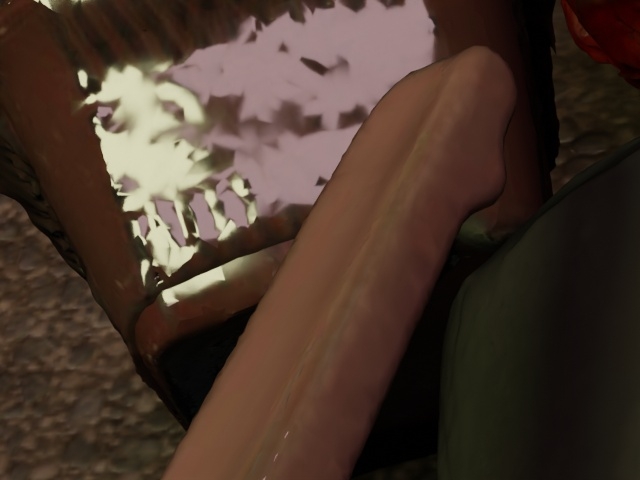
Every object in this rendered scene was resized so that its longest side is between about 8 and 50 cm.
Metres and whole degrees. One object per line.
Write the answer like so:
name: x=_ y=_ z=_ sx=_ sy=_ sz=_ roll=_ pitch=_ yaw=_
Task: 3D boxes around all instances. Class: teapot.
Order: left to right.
teapot: x=0.119 y=0.134 z=0.447 sx=0.306 sy=0.376 sz=0.361 roll=-22 pitch=35 yaw=47

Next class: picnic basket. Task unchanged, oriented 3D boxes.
picnic basket: x=0.000 y=0.000 z=0.677 sx=0.223 sy=0.297 sz=0.129 roll=-17 pitch=66 yaw=2

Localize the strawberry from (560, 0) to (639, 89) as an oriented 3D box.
strawberry: x=0.238 y=-0.179 z=0.850 sx=0.292 sy=0.310 sz=0.291 roll=-25 pitch=47 yaw=30
